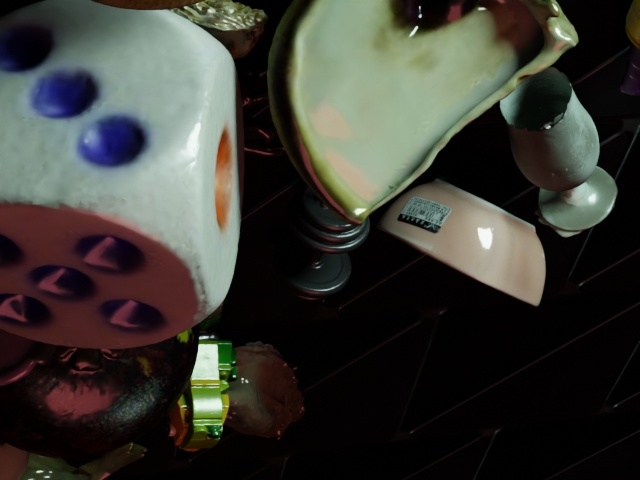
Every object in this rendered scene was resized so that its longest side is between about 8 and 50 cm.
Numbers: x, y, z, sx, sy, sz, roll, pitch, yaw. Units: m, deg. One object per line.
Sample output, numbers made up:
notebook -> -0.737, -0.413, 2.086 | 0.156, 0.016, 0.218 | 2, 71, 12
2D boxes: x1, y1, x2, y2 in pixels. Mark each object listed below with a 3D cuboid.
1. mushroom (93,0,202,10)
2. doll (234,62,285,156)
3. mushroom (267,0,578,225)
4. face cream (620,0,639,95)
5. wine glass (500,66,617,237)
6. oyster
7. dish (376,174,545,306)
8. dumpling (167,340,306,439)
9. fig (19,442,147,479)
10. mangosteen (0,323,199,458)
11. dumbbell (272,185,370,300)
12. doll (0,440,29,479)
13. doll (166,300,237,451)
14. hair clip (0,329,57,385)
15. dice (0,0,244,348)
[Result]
mushroom -> -0.121, -0.299, 1.037 | 0.253, 0.153, 0.253 | -9, 140, -8
doll -> -0.111, -0.129, 1.345 | 0.165, 0.057, 0.139 | -1, 144, -12
mushroom -> 0.078, -0.195, 1.270 | 0.292, 0.212, 0.217 | -37, 101, 17
face cream -> 0.368, -0.254, 1.342 | 0.078, 0.078, 0.273 | -5, 141, -15
wine glass -> 0.270, -0.102, 1.484 | 0.103, 0.103, 0.222 | -24, 142, 10
oyster -> -0.138, -0.201, 1.235 | 0.177, 0.056, 0.105 | -10, 135, 11
dish -> 0.180, -0.009, 1.545 | 0.213, 0.213, 0.090 | 23, 95, -40
dumpling -> -0.116, 0.215, 1.761 | 0.166, 0.086, 0.332 | -37, 143, 29
fig -> -0.368, 0.357, 1.666 | 0.368, 0.286, 0.286 | -25, 143, 20
mangosteen -> -0.272, 0.103, 1.420 | 0.288, 0.288, 0.288 | -10, 143, -8
dumbbell -> 0.000, 0.000, 1.512 | 0.099, 0.099, 0.208 | -2, 141, -19
doll -> -0.395, 0.228, 1.566 | 0.155, 0.275, 0.113 | 44, 158, -21
doll -> -0.155, 0.167, 1.613 | 0.106, 0.186, 0.134 | 3, 168, -25
hair clip -> -0.403, 0.047, 1.299 | 0.358, 0.110, 0.096 | 13, 120, 26
dice -> -0.209, -0.059, 1.182 | 0.251, 0.259, 0.243 | 2, 144, 5
